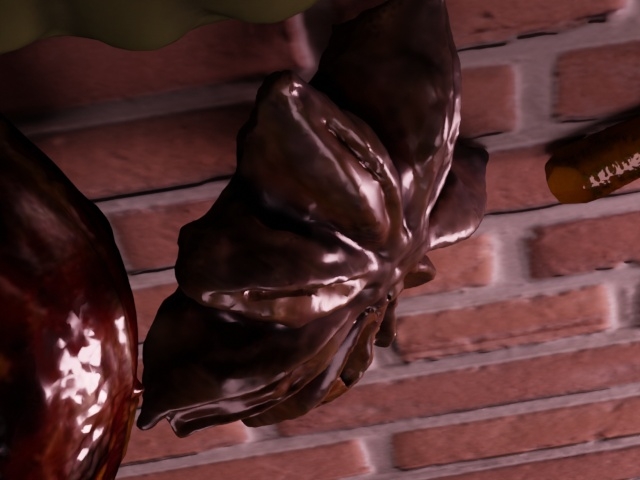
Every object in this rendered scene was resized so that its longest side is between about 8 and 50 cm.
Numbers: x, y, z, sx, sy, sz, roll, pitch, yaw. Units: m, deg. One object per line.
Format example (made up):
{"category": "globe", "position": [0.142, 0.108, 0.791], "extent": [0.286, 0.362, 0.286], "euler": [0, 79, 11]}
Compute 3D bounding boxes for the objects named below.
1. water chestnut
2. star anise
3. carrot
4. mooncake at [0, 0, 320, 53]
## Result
{"category": "water chestnut", "position": [-0.243, 0.048, 1.015], "extent": [0.335, 0.335, 0.347], "euler": [-30, -177, 33]}
{"category": "star anise", "position": [0.011, -0.015, 1.051], "extent": [0.108, 0.315, 0.315], "euler": [28, 159, 23]}
{"category": "carrot", "position": [0.222, -0.068, 1.146], "extent": [0.171, 0.042, 0.042], "euler": [-24, 146, 22]}
{"category": "mooncake", "position": [-0.089, -0.213, 0.686], "extent": [0.351, 0.187, 0.351], "euler": [-8, 149, -5]}
